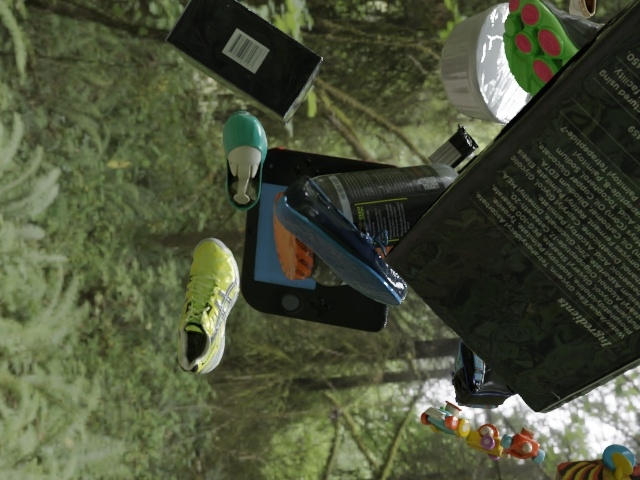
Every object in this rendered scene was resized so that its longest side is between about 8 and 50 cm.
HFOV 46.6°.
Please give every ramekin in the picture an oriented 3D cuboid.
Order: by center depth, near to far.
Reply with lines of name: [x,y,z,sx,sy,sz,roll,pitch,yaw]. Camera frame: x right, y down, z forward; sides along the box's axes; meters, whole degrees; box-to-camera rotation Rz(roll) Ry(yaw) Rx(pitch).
ramekin: [0.395,-0.403,1.727,0.127,0.272,0.273,7,-76,50]

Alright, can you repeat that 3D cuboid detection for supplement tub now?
supplement tub: [0.094,-0.028,1.388,0.207,0.338,0.207,173,-90,-74]

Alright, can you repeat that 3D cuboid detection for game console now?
game console: [0.000,0.000,1.639,0.060,0.342,0.387,-49,148,-68]

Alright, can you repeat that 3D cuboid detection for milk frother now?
milk frother: [0.385,-0.265,2.173,0.143,0.135,0.129,41,10,-39]

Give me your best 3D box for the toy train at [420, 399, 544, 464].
toy train: [0.223,0.258,1.030,0.125,0.166,0.046,97,18,-65]

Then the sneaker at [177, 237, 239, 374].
sneaker: [-0.311,0.186,2.043,0.147,0.145,0.385,-21,115,-84]

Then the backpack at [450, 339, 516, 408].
backpack: [0.417,0.340,1.946,0.117,0.158,0.173,119,-30,-51]

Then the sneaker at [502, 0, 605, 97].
sneaker: [0.556,-0.349,1.484,0.483,0.202,0.185,47,-36,32]

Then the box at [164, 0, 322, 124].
box: [-0.186,-0.467,1.906,0.179,0.343,0.312,-57,-175,3]

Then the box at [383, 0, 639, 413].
box: [0.404,-0.111,0.912,0.480,0.297,0.472,-41,173,-44]

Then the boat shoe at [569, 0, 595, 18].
boat shoe: [0.620,-0.602,1.725,0.059,0.063,0.170,21,-63,59]

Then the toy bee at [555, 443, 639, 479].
toy bee: [0.693,0.535,1.661,0.195,0.298,0.162,58,6,-38]

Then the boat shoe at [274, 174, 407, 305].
boat shoe: [0.051,-0.001,1.144,0.109,0.258,0.089,-9,-137,53]

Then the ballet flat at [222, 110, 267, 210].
ballet flat: [-0.143,-0.138,1.417,0.247,0.083,0.087,99,-13,-58]
